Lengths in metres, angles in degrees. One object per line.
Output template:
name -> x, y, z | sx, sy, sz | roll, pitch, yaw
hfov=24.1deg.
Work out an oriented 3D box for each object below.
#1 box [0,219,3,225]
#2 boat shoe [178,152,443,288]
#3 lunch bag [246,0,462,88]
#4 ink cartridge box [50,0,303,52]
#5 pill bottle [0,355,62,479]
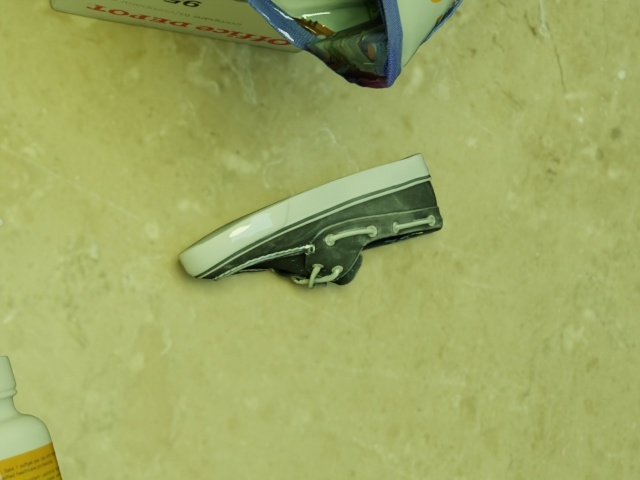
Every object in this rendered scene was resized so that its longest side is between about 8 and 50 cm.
box -> -0.359, -0.017, 1.333 | 0.101, 0.087, 0.102 | -44, 102, -26
boat shoe -> 0.000, 0.000, 1.513 | 0.301, 0.108, 0.102 | -21, 90, -36
lunch bag -> 0.030, -0.350, 1.073 | 0.328, 0.239, 0.385 | -52, 123, -23
ink cartridge box -> -0.053, -0.310, 1.371 | 0.285, 0.395, 0.166 | 7, 80, -26
pill bottle -> -0.289, 0.231, 1.299 | 0.136, 0.136, 0.245 | -14, 88, -29
